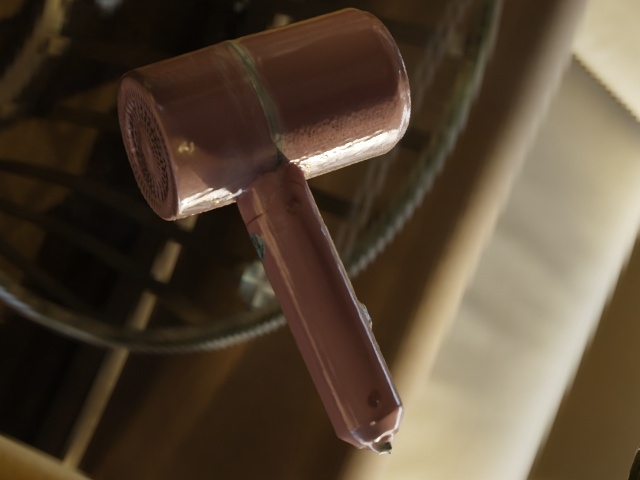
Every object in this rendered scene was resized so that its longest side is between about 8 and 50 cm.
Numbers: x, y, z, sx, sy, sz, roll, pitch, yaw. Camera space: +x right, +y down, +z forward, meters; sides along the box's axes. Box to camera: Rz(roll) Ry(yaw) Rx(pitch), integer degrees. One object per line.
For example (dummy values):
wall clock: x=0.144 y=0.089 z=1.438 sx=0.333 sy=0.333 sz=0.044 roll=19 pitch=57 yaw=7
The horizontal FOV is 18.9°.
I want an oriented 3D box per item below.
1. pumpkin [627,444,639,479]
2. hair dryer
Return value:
pumpkin: x=0.306 y=0.183 z=1.074 sx=0.291 sy=0.257 sz=0.328 roll=50 pitch=50 yaw=-14
hair dryer: x=0.000 y=0.000 z=1.500 sx=0.210 sy=0.125 sz=0.352 roll=-18 pitch=77 yaw=-20
